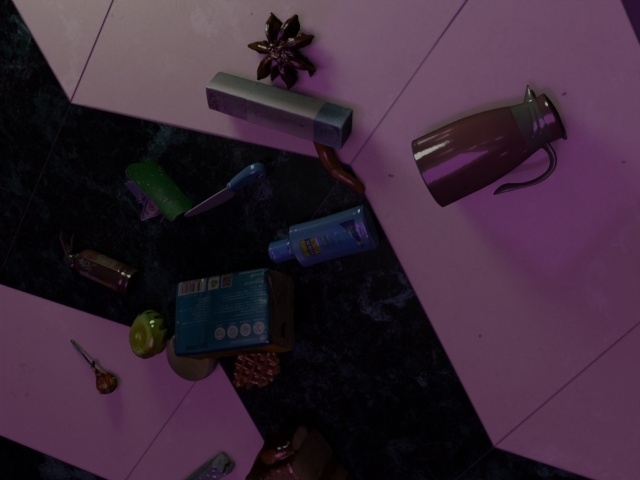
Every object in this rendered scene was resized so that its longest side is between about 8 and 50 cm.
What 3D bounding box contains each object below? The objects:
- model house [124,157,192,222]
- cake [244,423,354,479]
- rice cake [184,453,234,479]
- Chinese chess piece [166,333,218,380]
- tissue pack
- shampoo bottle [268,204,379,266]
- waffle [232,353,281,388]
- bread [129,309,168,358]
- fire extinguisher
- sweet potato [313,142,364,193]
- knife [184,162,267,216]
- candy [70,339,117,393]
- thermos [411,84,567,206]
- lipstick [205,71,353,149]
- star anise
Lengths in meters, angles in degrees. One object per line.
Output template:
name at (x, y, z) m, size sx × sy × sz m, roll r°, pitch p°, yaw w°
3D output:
model house at (-0.409, -0.103, 1.555) m, size 0.167 × 0.117 × 0.088 m, roll 47°, pitch 123°, yaw -4°
cake at (-0.070, 0.608, 1.638) m, size 0.198 × 0.196 × 0.293 m, roll -30°, pitch 98°, yaw 30°
rice cake at (-0.375, 0.724, 1.878) m, size 0.063 × 0.066 × 0.336 m, roll 48°, pitch 120°, yaw -1°
Chinese chess piece at (-0.341, 0.303, 1.711) m, size 0.144 × 0.058 × 0.144 m, roll 7°, pitch 110°, yaw 20°
tissue pack at (-0.204, 0.180, 1.538) m, size 0.270 × 0.134 × 0.192 m, roll -10°, pitch 72°, yaw 25°
shampoo bottle at (0.000, 0.000, 1.458) m, size 0.258 × 0.061 × 0.104 m, roll -16°, pitch 102°, yaw 26°
waffle at (-0.177, 0.291, 1.647) m, size 0.160 × 0.046 × 0.192 m, roll -13°, pitch 103°, yaw 25°
bread at (-0.457, 0.254, 1.716) m, size 0.139 × 0.071 × 0.130 m, roll -50°, pitch 55°, yaw 32°
fire extinguisher at (-0.594, 0.054, 1.717) m, size 0.252 × 0.075 × 0.106 m, roll 22°, pitch 88°, yaw 14°
sweet potato at (0.030, -0.166, 1.397) m, size 0.044 × 0.044 × 0.179 m, roll -37°, pitch 92°, yaw 29°
knife at (-0.221, -0.111, 1.508) m, size 0.244 × 0.058 × 0.032 m, roll -31°, pitch 71°, yaw 27°
candy at (-0.669, 0.367, 1.878) m, size 0.201 × 0.060 × 0.060 m, roll 48°, pitch 119°, yaw 8°
thermos at (0.328, -0.169, 1.221) m, size 0.265 × 0.146 × 0.176 m, roll -23°, pitch 93°, yaw 21°
lipstick at (-0.090, -0.281, 1.374) m, size 0.317 × 0.068 × 0.066 m, roll 19°, pitch 144°, yaw 14°
star anise at (-0.082, -0.396, 1.343) m, size 0.167 × 0.057 × 0.168 m, roll 7°, pitch 112°, yaw 18°
